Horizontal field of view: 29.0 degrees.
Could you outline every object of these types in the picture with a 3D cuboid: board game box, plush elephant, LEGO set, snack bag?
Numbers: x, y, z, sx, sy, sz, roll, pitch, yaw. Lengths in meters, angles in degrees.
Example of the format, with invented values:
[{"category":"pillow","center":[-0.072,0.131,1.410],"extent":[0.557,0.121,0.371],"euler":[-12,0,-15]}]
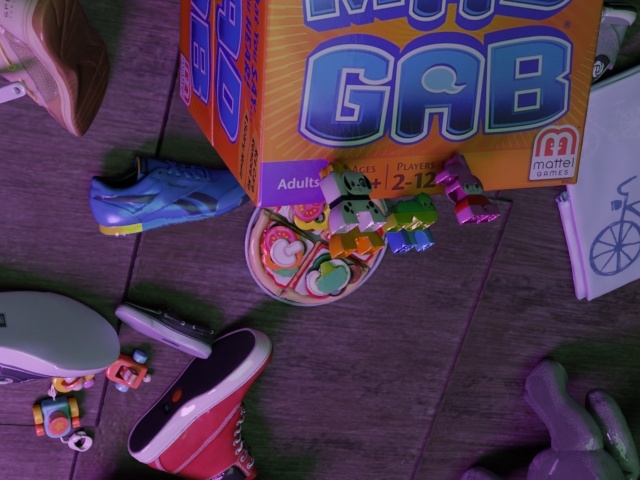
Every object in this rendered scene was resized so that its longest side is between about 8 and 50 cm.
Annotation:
[{"category":"board game box","center":[0.059,-0.274,1.327],"extent":[0.356,0.356,0.356],"euler":[-5,116,-18]},{"category":"plush elephant","center":[0.423,0.365,1.836],"extent":[0.255,0.330,0.272],"euler":[19,100,-46]},{"category":"LEGO set","center":[0.057,-0.042,1.178],"extent":[0.227,0.093,0.087],"euler":[-4,156,-47]},{"category":"snack bag","center":[0.476,-0.111,1.746],"extent":[0.323,0.037,0.342],"euler":[-24,121,-9]}]

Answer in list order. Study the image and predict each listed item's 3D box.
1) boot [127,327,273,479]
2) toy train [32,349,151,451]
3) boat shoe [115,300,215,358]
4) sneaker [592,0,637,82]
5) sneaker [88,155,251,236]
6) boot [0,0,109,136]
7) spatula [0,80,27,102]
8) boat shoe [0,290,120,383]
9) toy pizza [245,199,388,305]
[{"category":"boot","center":[-0.115,0.237,1.666],"extent":[0.176,0.088,0.244],"euler":[37,106,-31]},{"category":"toy train","center":[-0.298,0.207,1.603],"extent":[0.125,0.046,0.166],"euler":[30,101,-29]},{"category":"boat shoe","center":[-0.199,0.108,1.598],"extent":[0.142,0.049,0.040],"euler":[30,68,-27]},{"category":"sneaker","center":[0.295,-0.248,1.587],"extent":[0.229,0.086,0.132],"euler":[0,116,-21]},{"category":"sneaker","center":[-0.177,-0.067,1.506],"extent":[0.209,0.069,0.082],"euler":[-13,114,-14]},{"category":"boot","center":[-0.349,-0.214,1.346],"extent":[0.203,0.262,0.095],"euler":[17,73,9]},{"category":"spatula","center":[-0.423,-0.181,1.303],"extent":[0.242,0.019,0.168],"euler":[-12,122,33]},{"category":"boat shoe","center":[-0.396,0.129,1.504],"extent":[0.301,0.108,0.102],"euler":[6,145,-36]},{"category":"toy pizza","center":[0.000,0.000,1.623],"extent":[0.201,0.032,0.201],"euler":[-8,117,-17]}]
